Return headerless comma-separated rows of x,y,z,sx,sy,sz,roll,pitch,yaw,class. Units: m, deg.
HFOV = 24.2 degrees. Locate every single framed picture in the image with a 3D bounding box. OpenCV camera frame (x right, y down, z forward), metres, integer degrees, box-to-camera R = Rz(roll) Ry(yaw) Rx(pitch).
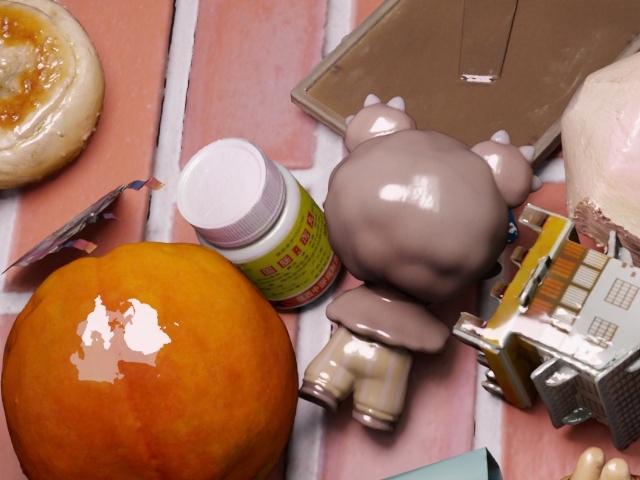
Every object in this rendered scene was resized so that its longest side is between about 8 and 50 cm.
0.223,-0.253,1.967,0.326,0.028,0.446,37,72,25,framed picture

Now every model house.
0.299,0.106,1.690,0.215,0.224,0.198,26,72,28,model house

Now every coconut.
0.423,-0.091,1.719,0.310,0.297,0.297,29,73,16,coconut

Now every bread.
-0.433,-0.199,2.033,0.306,0.159,0.305,-5,67,11,bread

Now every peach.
-0.188,0.174,1.701,0.343,0.343,0.301,-19,68,2,peach

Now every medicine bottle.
-0.072,-0.018,1.817,0.139,0.225,0.139,-11,59,20,medicine bottle

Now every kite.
-0.286,-0.026,1.844,0.204,0.360,0.022,-40,103,-22,kite

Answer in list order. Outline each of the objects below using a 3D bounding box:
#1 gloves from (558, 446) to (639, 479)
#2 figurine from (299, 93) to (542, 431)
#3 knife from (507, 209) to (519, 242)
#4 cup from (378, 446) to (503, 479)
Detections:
0.296,0.397,1.573,0.203,0.155,0.356,-3,83,7,gloves
0.090,0.030,1.754,0.248,0.203,0.380,21,95,18,figurine
0.201,-0.124,1.931,0.044,0.026,0.296,-15,61,-5,knife
0.092,0.327,1.670,0.236,0.148,0.134,-14,59,10,cup
